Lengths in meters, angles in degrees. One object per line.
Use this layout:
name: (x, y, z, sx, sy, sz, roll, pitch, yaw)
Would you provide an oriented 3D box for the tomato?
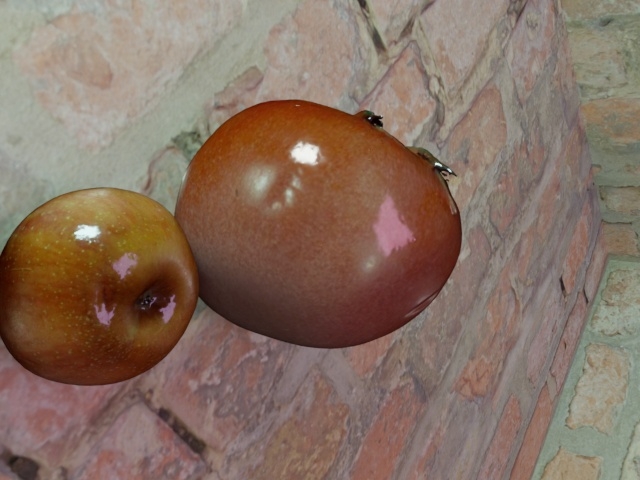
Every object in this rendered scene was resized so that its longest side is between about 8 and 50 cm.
tomato: (0.000, 0.000, 0.752, 0.341, 0.342, 0.272, 33, 82, -48)

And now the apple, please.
apple: (-0.213, 0.047, 0.620, 0.201, 0.162, 0.201, -7, 99, -51)
